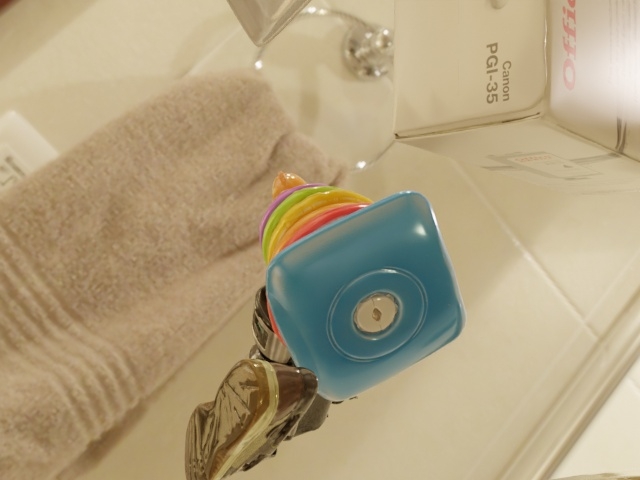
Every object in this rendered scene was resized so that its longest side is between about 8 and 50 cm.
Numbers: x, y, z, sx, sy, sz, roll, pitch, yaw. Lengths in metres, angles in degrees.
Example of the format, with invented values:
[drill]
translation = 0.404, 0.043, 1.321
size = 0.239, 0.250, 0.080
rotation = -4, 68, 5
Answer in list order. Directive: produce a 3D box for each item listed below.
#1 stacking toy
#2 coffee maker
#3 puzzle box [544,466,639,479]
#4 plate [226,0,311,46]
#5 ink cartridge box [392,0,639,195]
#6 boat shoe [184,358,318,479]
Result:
[stacking toy]
translation = 0.000, 0.000, 0.813
size = 0.175, 0.165, 0.302
rotation = 67, -7, -32
[coffee maker]
translation = -0.018, 0.129, 0.947
size = 0.120, 0.171, 0.178
rotation = 39, -51, 23
[puzzle box]
translation = 0.467, 0.313, 1.025
size = 0.409, 0.272, 0.052
rotation = -29, -117, 53
[plate]
translation = -0.046, -0.434, 1.015
size = 0.277, 0.278, 0.045
rotation = 58, 28, 8
[ink cartridge box]
translation = 0.179, -0.155, 0.607
size = 0.117, 0.207, 0.283
rotation = -4, -8, 41
[boat shoe]
translation = -0.047, 0.119, 0.502
size = 0.049, 0.056, 0.152
rotation = 5, -30, -25
